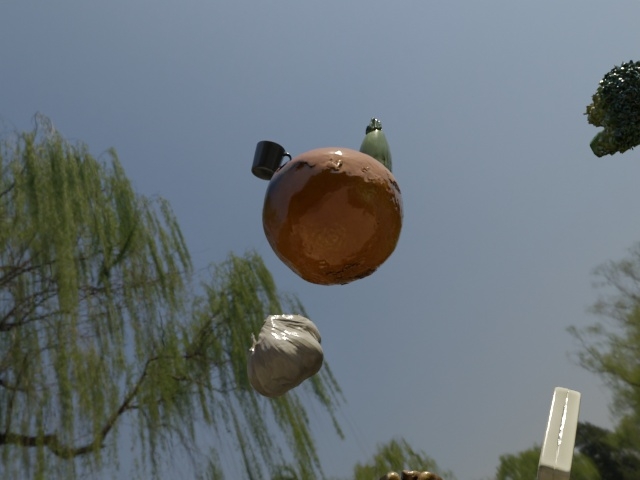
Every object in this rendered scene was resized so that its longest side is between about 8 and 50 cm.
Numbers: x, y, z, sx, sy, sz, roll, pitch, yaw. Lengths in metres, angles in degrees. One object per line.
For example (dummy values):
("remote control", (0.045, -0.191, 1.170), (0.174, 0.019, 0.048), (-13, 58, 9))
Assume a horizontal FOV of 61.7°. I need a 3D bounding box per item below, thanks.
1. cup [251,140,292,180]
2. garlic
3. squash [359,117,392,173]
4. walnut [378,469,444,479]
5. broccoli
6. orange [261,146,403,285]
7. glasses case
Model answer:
("cup", (-0.124, -0.201, 1.372), (0.100, 0.077, 0.078), (7, -23, 12))
("garlic", (-0.074, 0.283, 1.330), (0.229, 0.143, 0.177), (-48, -62, -33))
("squash", (0.132, -0.164, 1.296), (0.095, 0.340, 0.094), (0, -34, 0))
("walnut", (0.163, 0.464, 0.952), (0.143, 0.069, 0.170), (-8, -45, 12))
("broccoli", (0.607, -0.233, 1.058), (0.219, 0.194, 0.194), (-47, -30, -32))
("orange", (0.022, -0.046, 0.931), (0.246, 0.246, 0.246), (-17, -42, -16))
("glasses case", (0.608, 0.518, 1.365), (0.313, 0.070, 0.131), (-40, -49, -53))
